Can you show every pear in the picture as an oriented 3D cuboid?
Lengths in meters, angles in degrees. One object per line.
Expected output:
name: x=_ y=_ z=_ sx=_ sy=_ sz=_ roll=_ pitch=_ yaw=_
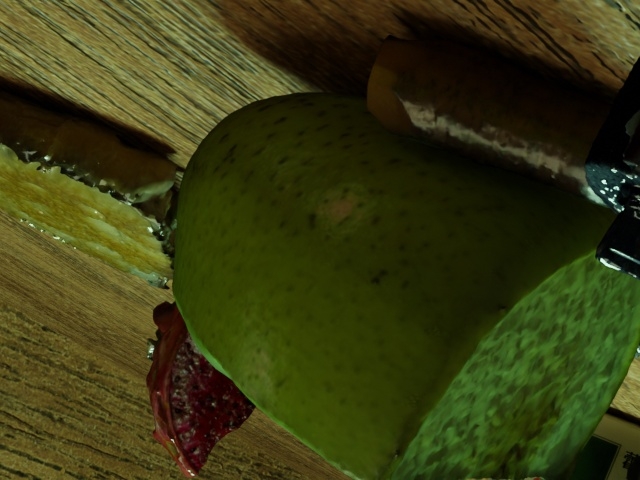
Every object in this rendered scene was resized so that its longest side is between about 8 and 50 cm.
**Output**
pear: x=0.044 y=0.015 z=1.192 sx=0.318 sy=0.238 sz=0.342 roll=32 pitch=-171 yaw=27

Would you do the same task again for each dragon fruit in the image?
dragon fruit: x=-0.131 y=0.114 z=1.913 sx=0.134 sy=0.262 sz=0.211 roll=46 pitch=159 yaw=-19

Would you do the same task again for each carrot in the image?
carrot: x=0.153 y=-0.059 z=1.031 sx=0.260 sy=0.070 sz=0.070 roll=21 pitch=167 yaw=14

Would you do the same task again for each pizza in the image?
pizza: x=-0.267 y=-0.068 z=1.776 sx=0.435 sy=0.080 sz=0.392 roll=29 pitch=167 yaw=-22

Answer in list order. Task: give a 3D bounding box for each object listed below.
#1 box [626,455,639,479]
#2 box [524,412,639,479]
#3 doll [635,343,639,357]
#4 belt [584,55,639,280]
box: x=0.405 y=0.273 z=1.338 sx=0.345 sy=0.204 sz=0.251 roll=29 pitch=145 yaw=5
box: x=0.319 y=0.281 z=1.868 sx=0.212 sy=0.168 sz=0.095 roll=21 pitch=171 yaw=17
doll: x=0.261 y=0.080 z=1.457 sx=0.057 sy=0.039 sz=0.114 roll=-20 pitch=-169 yaw=-40
belt: x=0.240 y=-0.010 z=0.906 sx=0.218 sy=0.128 sz=0.122 roll=27 pitch=168 yaw=-5
